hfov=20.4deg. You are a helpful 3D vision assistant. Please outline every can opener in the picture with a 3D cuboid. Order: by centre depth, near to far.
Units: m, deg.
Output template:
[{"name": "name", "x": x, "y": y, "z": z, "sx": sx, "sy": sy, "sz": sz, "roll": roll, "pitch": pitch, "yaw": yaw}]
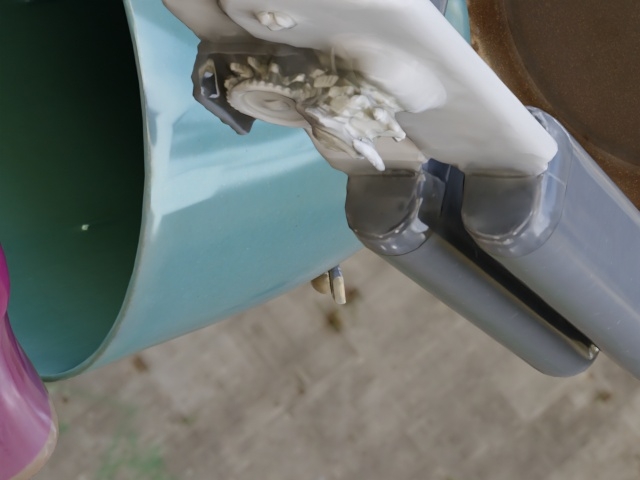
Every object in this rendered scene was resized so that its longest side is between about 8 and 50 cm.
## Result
[{"name": "can opener", "x": 0.050, "y": -0.028, "z": 0.532, "sx": 0.074, "sy": 0.093, "sz": 0.280, "roll": 4, "pitch": -22, "yaw": 31}]

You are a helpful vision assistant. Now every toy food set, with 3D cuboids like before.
[{"name": "toy food set", "x": 0.000, "y": 0.000, "z": 1.173, "sx": 0.122, "sy": 0.019, "sz": 0.078, "roll": -129, "pitch": -147, "yaw": -86}]

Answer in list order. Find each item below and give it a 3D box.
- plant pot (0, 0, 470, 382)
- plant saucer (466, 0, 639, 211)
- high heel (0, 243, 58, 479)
[{"name": "plant pot", "x": -0.067, "y": -0.095, "z": 0.923, "sx": 0.293, "sy": 0.235, "sz": 0.293, "roll": 22, "pitch": -62, "yaw": 49}, {"name": "plant saucer", "x": 0.227, "y": -0.159, "z": 1.338, "sx": 0.310, "sy": 0.050, "sz": 0.310, "roll": 28, "pitch": -45, "yaw": 32}, {"name": "high heel", "x": -0.231, "y": -0.064, "z": 0.723, "sx": 0.377, "sy": 0.127, "sz": 0.181, "roll": 40, "pitch": -18, "yaw": 34}]
